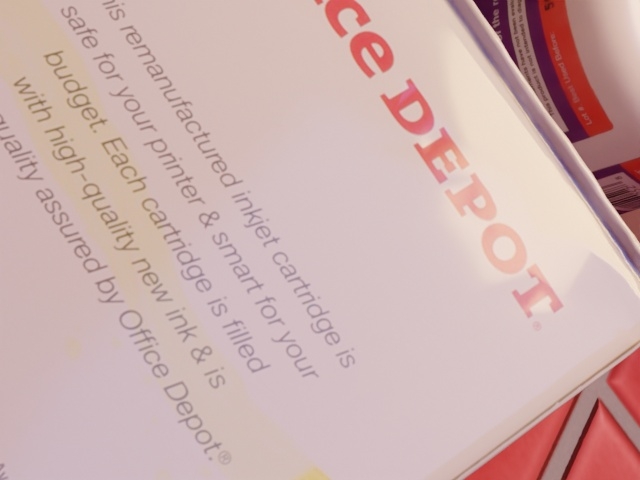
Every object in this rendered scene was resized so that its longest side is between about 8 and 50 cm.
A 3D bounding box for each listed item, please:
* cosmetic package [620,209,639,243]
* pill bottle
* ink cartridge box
[{"bbox_3d":[0.190,-0.158,1.236,0.365,0.197,0.155,55,44,-19],"label":"cosmetic package"},{"bbox_3d":[0.101,-0.086,1.023,0.181,0.323,0.182,17,65,-42],"label":"pill bottle"},{"bbox_3d":[-0.107,0.030,0.650,0.384,0.160,0.279,-32,86,-25],"label":"ink cartridge box"}]
